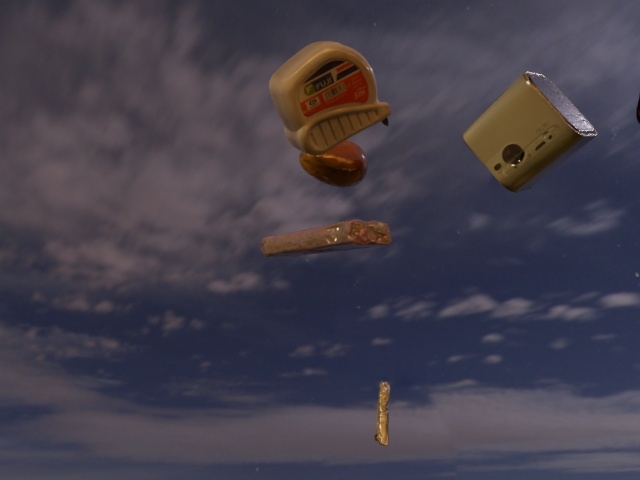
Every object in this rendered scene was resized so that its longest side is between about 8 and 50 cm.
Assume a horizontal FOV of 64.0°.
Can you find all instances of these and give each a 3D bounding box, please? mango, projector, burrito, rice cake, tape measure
[{"bbox_3d":[0.044,-0.240,1.585,0.236,0.166,0.136,3,-53,-32],"label":"mango"},{"bbox_3d":[0.614,-0.317,1.517,0.248,0.248,0.249,-15,-24,-49],"label":"projector"},{"bbox_3d":[0.185,0.506,1.504,0.041,0.185,0.045,-10,-35,26],"label":"burrito"},{"bbox_3d":[0.000,0.000,1.063,0.106,0.050,0.298,3,-8,-42],"label":"rice cake"},{"bbox_3d":[0.019,-0.352,1.270,0.258,0.130,0.265,-31,-59,-12],"label":"tape measure"}]

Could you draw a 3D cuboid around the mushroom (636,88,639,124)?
[{"bbox_3d":[0.695,-0.308,0.993,0.138,0.194,0.231,19,-49,24],"label":"mushroom"}]
